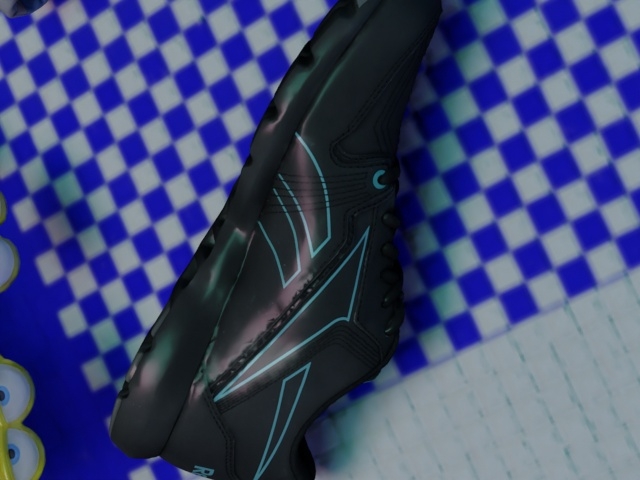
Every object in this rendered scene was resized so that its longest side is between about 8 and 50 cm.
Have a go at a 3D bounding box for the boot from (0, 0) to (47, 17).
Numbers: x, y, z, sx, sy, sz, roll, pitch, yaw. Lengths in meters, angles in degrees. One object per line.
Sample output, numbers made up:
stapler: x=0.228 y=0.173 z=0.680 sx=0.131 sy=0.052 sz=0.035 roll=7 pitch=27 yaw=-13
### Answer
boot: x=-0.105 y=-0.225 z=0.812 sx=0.123 sy=0.095 sz=0.258 roll=50 pitch=123 yaw=7

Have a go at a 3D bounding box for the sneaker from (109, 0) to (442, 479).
sneaker: x=0.000 y=0.000 z=0.787 sx=0.106 sy=0.101 sz=0.267 roll=27 pitch=108 yaw=-1

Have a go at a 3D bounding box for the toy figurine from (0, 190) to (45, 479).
toy figurine: x=-0.270 y=0.137 z=0.800 sx=0.191 sy=0.217 sz=0.362 roll=-23 pitch=71 yaw=45
